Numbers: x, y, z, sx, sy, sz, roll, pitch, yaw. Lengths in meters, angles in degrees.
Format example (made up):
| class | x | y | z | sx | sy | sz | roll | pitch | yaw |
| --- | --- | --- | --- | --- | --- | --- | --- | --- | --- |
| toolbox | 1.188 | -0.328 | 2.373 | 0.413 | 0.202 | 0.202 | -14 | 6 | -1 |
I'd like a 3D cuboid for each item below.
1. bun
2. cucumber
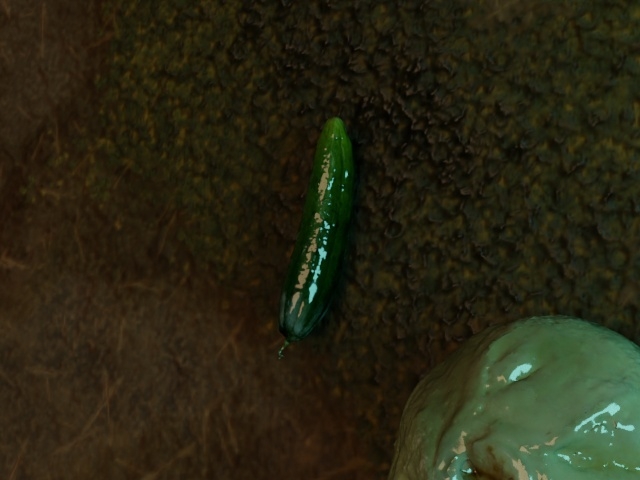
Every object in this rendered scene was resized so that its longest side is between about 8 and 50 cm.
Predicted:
| class | x | y | z | sx | sy | sz | roll | pitch | yaw |
| --- | --- | --- | --- | --- | --- | --- | --- | --- | --- |
| bun | 0.120 | 0.136 | 0.794 | 0.195 | 0.118 | 0.195 | -10 | 71 | 31 |
| cucumber | 0.000 | 0.000 | 0.945 | 0.039 | 0.039 | 0.168 | 7 | 81 | 33 |
